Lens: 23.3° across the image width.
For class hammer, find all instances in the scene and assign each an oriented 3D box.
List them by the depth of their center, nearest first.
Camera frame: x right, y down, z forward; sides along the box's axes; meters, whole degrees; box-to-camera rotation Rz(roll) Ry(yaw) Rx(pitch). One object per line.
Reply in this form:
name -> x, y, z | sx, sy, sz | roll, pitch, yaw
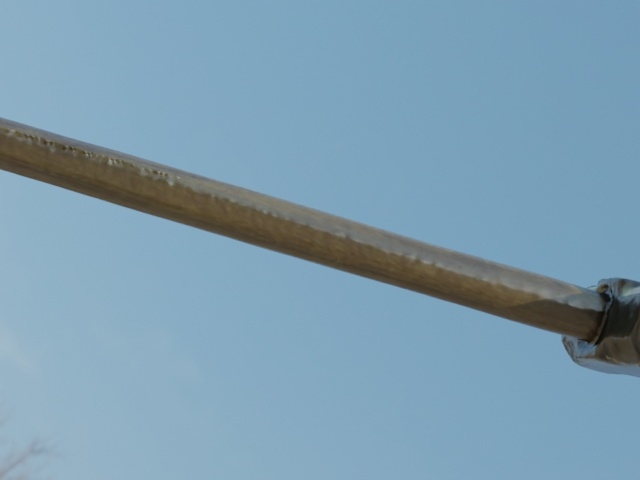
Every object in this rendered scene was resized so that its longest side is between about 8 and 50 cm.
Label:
hammer -> 0.000, 0.000, 0.723 | 0.365, 0.043, 0.111 | 16, -5, -8
